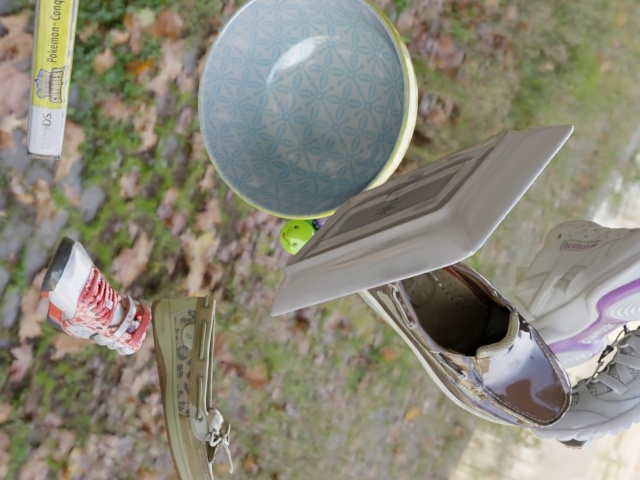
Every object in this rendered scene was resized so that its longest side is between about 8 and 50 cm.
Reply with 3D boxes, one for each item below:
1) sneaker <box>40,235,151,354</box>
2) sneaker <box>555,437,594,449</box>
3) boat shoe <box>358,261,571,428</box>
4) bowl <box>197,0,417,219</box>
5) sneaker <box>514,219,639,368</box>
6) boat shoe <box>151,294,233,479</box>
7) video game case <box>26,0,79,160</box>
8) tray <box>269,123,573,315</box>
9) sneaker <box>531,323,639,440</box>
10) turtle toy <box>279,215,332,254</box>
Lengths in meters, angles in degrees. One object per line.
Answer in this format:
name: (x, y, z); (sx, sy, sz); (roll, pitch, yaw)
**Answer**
sneaker: (-0.303, 0.082, 1.513); (0.270, 0.145, 0.090); (118, -7, -66)
sneaker: (0.386, 0.297, 1.810); (0.065, 0.158, 0.061); (27, 91, -34)
boat shoe: (0.126, 0.082, 0.890); (0.095, 0.257, 0.095); (-56, -156, -8)
bowl: (0.006, -0.169, 1.372); (0.156, 0.289, 0.290); (0, 108, -64)
sneaker: (0.290, 0.023, 1.128); (0.305, 0.114, 0.152); (-43, -135, 51)
boat shoe: (-0.160, 0.204, 1.412); (0.104, 0.089, 0.285); (105, -24, -69)
video game case: (-0.242, -0.256, 1.003); (0.248, 0.035, 0.275); (115, -26, -52)
tray: (0.060, -0.017, 0.824); (0.145, 0.030, 0.270); (-46, -166, -31)
sneaker: (0.378, 0.156, 1.340); (0.115, 0.281, 0.105); (64, 5, 0)
turtle toy: (0.000, 0.000, 1.397); (0.130, 0.066, 0.095); (5, 85, -35)
